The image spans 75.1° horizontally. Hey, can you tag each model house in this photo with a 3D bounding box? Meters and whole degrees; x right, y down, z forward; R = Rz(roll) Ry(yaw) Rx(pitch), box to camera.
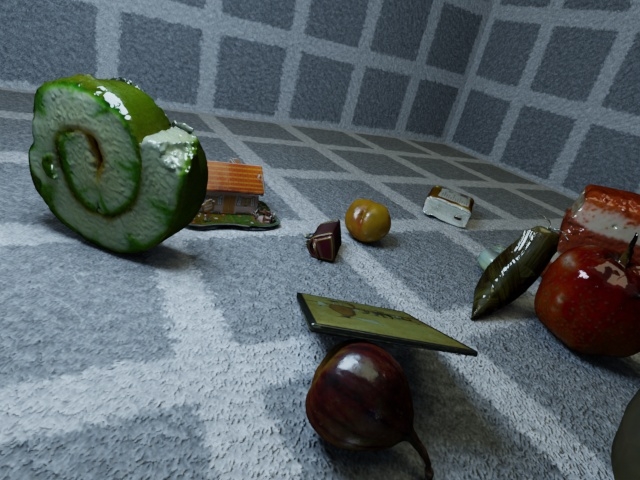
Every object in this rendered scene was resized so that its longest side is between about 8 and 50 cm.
[{"bbox_3d":[-0.260,-0.139,1.182,0.294,0.153,0.207,0,27,-30],"label":"model house"}]

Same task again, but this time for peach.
[{"bbox_3d":[0.140,-0.058,1.248,0.138,0.138,0.138,11,25,-5],"label":"peach"}]

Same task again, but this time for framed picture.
[{"bbox_3d":[0.090,0.143,0.762,0.256,0.014,0.339,11,0,-6],"label":"framed picture"}]

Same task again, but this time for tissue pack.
[{"bbox_3d":[0.513,-0.142,1.663,0.183,0.091,0.226,21,27,15],"label":"tissue pack"}]

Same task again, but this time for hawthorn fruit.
[{"bbox_3d":[0.645,0.111,0.946,0.254,0.300,0.254,10,27,-5],"label":"hawthorn fruit"}]

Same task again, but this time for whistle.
[{"bbox_3d":[0.545,0.066,1.275,0.126,0.067,0.258,34,25,12],"label":"whistle"}]

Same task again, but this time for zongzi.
[{"bbox_3d":[0.477,0.076,1.013,0.111,0.247,0.241,41,34,15],"label":"zongzi"}]

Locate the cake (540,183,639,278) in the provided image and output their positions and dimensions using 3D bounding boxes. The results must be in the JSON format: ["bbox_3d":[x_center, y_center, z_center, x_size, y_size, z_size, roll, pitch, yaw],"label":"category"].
[{"bbox_3d":[0.849,0.012,1.237,0.270,0.319,0.269,25,28,22],"label":"cake"}]

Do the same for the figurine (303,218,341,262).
[{"bbox_3d":[0.000,0.001,1.122,0.098,0.082,0.154,5,23,13],"label":"figurine"}]

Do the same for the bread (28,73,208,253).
[{"bbox_3d":[-0.421,-0.157,0.871,0.382,0.366,0.129,-6,18,18],"label":"bread"}]

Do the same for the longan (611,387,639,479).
[{"bbox_3d":[0.541,0.304,0.437,0.405,0.336,0.404,9,27,-5],"label":"longan"}]

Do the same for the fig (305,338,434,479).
[{"bbox_3d":[0.067,0.223,0.582,0.202,0.148,0.149,17,-12,36],"label":"fig"}]
